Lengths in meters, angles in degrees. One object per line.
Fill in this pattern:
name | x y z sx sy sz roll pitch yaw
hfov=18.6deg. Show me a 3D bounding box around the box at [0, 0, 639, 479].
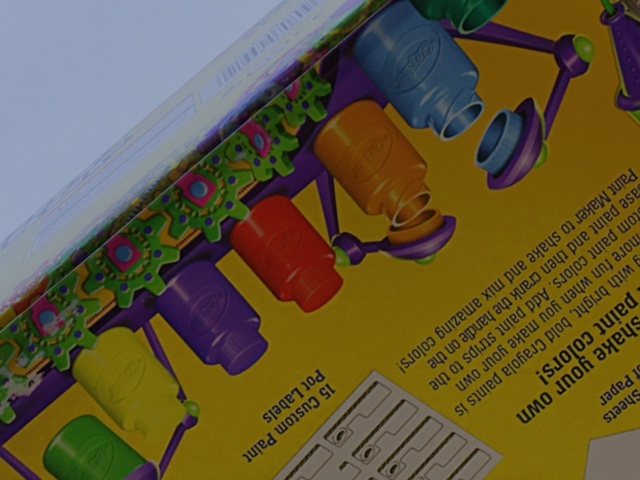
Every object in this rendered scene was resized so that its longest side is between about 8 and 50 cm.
box | 0.027 0.087 0.565 0.290 0.177 0.279 -39 -80 3
